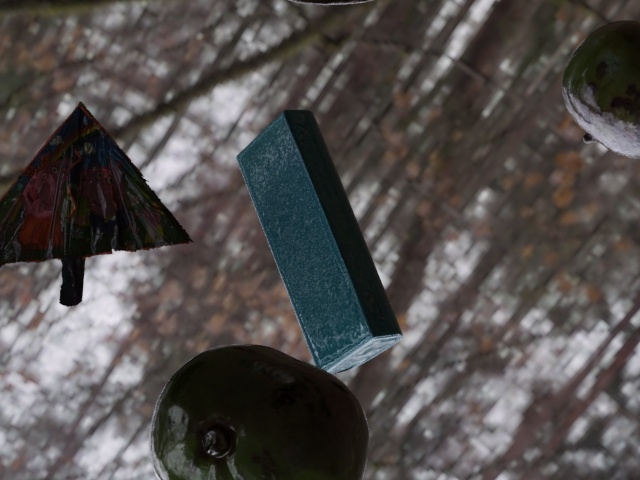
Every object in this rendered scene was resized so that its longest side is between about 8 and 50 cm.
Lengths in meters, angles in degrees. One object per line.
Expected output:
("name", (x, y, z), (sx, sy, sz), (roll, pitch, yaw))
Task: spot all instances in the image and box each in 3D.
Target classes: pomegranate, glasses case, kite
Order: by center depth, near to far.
("pomegranate", (-0.040, 0.167, 1.100), (0.152, 0.191, 0.131), (19, -137, 30))
("pomegranate", (0.320, -0.159, 1.488), (0.148, 0.169, 0.148), (55, 180, 0))
("kite", (-0.275, -0.042, 1.653), (0.016, 0.321, 0.234), (30, -122, -62))
("glasses case", (-0.001, 0.001, 1.820), (0.070, 0.117, 0.301), (-6, -113, -43))

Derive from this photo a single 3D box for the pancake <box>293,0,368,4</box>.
("pancake", (0.012, -0.212, 1.048), (0.184, 0.020, 0.190), (8, -141, 12))
